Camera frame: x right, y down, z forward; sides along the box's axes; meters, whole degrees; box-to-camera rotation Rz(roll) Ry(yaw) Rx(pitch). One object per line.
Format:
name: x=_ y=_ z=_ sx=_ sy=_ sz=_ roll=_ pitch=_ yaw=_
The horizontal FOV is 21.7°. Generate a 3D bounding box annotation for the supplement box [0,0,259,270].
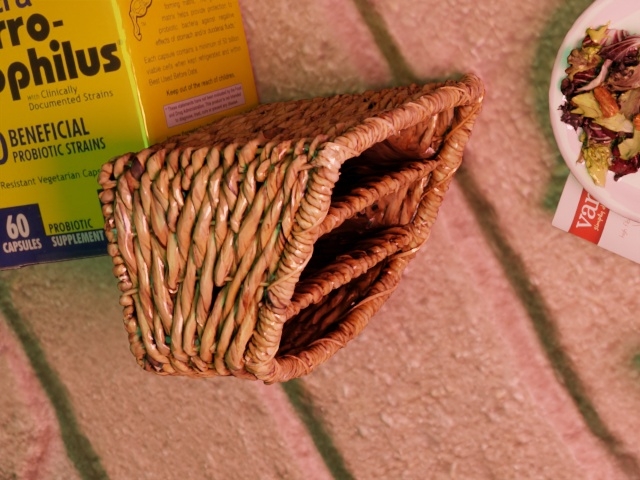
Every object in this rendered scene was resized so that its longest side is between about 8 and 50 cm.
supplement box: x=-0.196 y=-0.174 z=1.466 sx=0.194 sy=0.195 sz=0.356 roll=-7 pitch=100 yaw=28

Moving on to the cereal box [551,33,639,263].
cereal box: x=0.321 y=-0.045 z=1.325 sx=0.240 sy=0.047 sz=0.173 roll=24 pitch=111 yaw=19

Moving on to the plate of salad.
plate of salad: x=0.268 y=-0.106 z=1.284 sx=0.200 sy=0.048 sz=0.199 roll=5 pitch=102 yaw=25

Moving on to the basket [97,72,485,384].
basket: x=0.000 y=0.000 z=1.354 sx=0.223 sy=0.299 sz=0.213 roll=-4 pitch=102 yaw=28
